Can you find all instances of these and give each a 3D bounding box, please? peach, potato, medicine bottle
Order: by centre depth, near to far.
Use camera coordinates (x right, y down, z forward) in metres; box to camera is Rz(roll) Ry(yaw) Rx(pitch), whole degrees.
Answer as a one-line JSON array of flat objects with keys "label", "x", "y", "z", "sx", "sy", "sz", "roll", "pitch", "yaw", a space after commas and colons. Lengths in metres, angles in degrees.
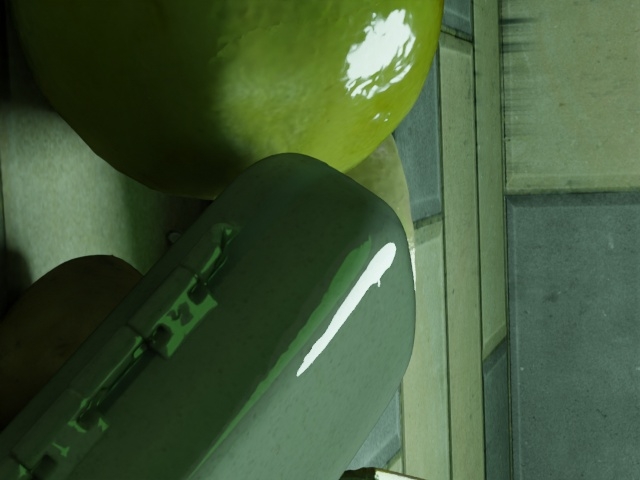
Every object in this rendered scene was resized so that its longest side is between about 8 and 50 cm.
[{"label": "medicine bottle", "x": -0.082, "y": 0.137, "z": 0.678, "sx": 0.375, "sy": 0.123, "sz": 0.282, "roll": -51, "pitch": 158, "yaw": -21}, {"label": "potato", "x": -0.157, "y": 0.071, "z": 0.731, "sx": 0.147, "sy": 0.112, "sz": 0.112, "roll": -49, "pitch": 136, "yaw": -51}, {"label": "peach", "x": -0.057, "y": -0.179, "z": 0.762, "sx": 0.314, "sy": 0.282, "sz": 0.315, "roll": -70, "pitch": 161, "yaw": -58}]

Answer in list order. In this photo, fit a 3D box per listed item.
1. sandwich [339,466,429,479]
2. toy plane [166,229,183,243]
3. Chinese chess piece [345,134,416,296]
[{"label": "sandwich", "x": 0.092, "y": 0.323, "z": 1.276, "sx": 0.186, "sy": 0.220, "sz": 0.108, "roll": 48, "pitch": 46, "yaw": -63}, {"label": "toy plane", "x": -0.108, "y": 0.111, "z": 0.920, "sx": 0.182, "sy": 0.107, "sz": 0.273, "roll": 146, "pitch": -36, "yaw": -70}, {"label": "Chinese chess piece", "x": 0.000, "y": 0.000, "z": 1.020, "sx": 0.270, "sy": 0.112, "sz": 0.270, "roll": 173, "pitch": -90, "yaw": -79}]
